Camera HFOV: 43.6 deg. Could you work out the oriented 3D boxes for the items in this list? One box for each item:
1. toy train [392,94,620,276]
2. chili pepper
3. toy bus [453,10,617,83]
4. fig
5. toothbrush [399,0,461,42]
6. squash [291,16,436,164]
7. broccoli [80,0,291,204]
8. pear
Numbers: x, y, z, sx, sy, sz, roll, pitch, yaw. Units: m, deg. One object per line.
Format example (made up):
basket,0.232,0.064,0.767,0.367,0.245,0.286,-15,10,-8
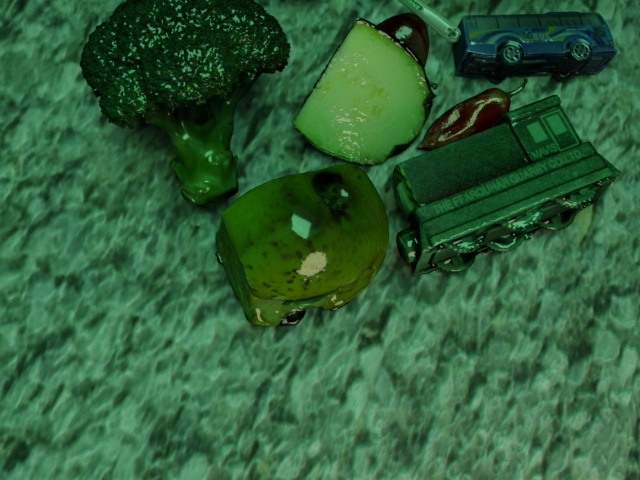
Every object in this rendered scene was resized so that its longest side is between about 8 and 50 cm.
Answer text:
toy train,0.247,-0.076,1.142,0.330,0.138,0.178,-21,72,-8
chili pepper,0.229,-0.184,1.197,0.191,0.050,0.059,-30,86,1
toy bus,0.323,-0.297,1.215,0.237,0.079,0.094,-4,78,-7
fig,0.129,-0.274,1.196,0.089,0.089,0.125,-32,109,-12
toothbrush,0.092,-0.394,1.213,0.304,0.030,0.030,40,77,10
squash,0.064,-0.209,1.174,0.184,0.085,0.192,29,103,-27
broccoli,-0.177,-0.210,1.076,0.298,0.297,0.297,-8,118,-8
pear,0.000,0.000,1.032,0.238,0.255,0.164,-19,80,-15
